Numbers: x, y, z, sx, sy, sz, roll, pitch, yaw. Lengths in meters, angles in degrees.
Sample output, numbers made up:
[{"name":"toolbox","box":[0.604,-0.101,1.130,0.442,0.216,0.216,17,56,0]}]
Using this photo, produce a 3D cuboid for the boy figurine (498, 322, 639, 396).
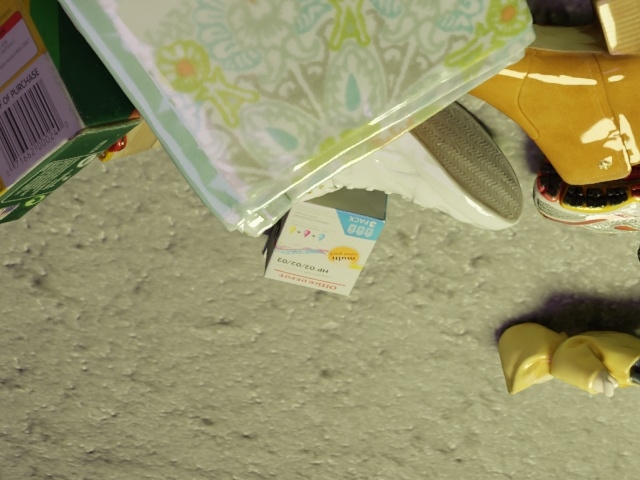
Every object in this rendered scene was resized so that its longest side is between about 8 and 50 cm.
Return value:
[{"name":"boy figurine","box":[0.342,0.153,1.509,0.285,0.177,0.092,3,99,26]}]

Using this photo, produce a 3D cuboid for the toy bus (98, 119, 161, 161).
[{"name":"toy bus","box":[-0.163,-0.167,1.216,0.202,0.104,0.191,-34,167,0]}]

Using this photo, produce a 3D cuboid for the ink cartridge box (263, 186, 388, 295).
[{"name":"ink cartridge box","box":[0.000,0.000,1.431,0.104,0.062,0.181,13,141,-9]}]

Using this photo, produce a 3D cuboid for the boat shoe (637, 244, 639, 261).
[{"name":"boat shoe","box":[0.457,0.073,1.424,0.302,0.114,0.091,26,131,-22]}]

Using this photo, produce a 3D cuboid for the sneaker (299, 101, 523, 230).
[{"name":"sneaker","box":[0.055,-0.083,1.300,0.292,0.108,0.169,36,135,-18]}]

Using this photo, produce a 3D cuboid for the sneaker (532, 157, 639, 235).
[{"name":"sneaker","box":[0.331,-0.049,1.330,0.225,0.088,0.093,8,160,-2]}]

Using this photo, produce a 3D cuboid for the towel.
[{"name":"towel","box":[-0.037,-0.221,1.014,0.320,0.090,0.374,-33,116,2]}]

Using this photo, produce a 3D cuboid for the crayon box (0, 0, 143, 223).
[{"name":"crayon box","box":[-0.304,-0.193,1.121,0.202,0.319,0.081,-31,173,37]}]

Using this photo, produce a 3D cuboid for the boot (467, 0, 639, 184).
[{"name":"boot","box":[0.199,-0.129,1.209,0.295,0.104,0.211,-15,130,15]}]
